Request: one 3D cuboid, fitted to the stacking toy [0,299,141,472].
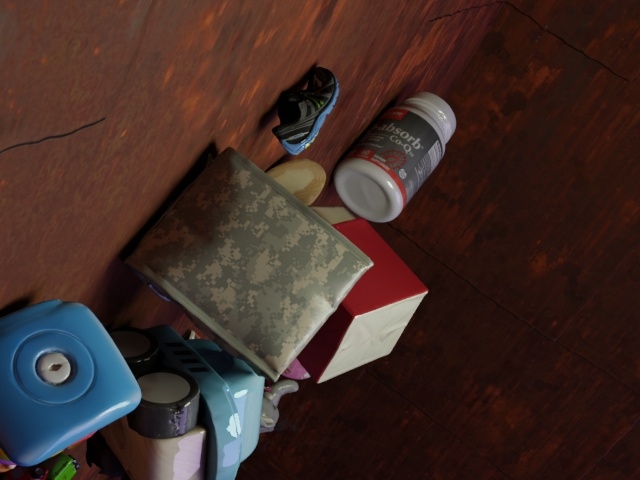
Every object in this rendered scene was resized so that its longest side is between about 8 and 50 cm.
[{"bbox_3d":[-0.366,0.218,1.006,0.175,0.165,0.302,-26,164,-43],"label":"stacking toy"}]

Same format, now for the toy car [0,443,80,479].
[{"bbox_3d":[-0.455,0.374,1.377,0.239,0.053,0.225,-50,171,-30],"label":"toy car"}]

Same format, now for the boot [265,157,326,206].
[{"bbox_3d":[-0.119,-0.026,1.605,0.295,0.104,0.211,-44,173,-34],"label":"boot"}]

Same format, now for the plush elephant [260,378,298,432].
[{"bbox_3d":[-0.190,0.417,2.273,0.330,0.255,0.272,-49,-178,-14],"label":"plush elephant"}]

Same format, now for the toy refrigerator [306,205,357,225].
[{"bbox_3d":[0.000,0.000,1.594,0.102,0.094,0.269,-51,164,15],"label":"toy refrigerator"}]

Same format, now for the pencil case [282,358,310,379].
[{"bbox_3d":[0.002,0.151,1.900,0.167,0.160,0.386,-99,-149,-50],"label":"pencil case"}]

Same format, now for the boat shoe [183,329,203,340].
[{"bbox_3d":[-0.312,0.258,1.783,0.137,0.049,0.043,-51,129,-12],"label":"boat shoe"}]

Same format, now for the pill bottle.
[{"bbox_3d":[0.211,-0.237,2.218,0.363,0.210,0.210,-51,171,-32],"label":"pill bottle"}]

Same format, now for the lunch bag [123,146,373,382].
[{"bbox_3d":[-0.114,0.032,1.207,0.235,0.287,0.169,-50,-172,-13],"label":"lunch bag"}]

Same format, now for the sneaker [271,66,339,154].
[{"bbox_3d":[-0.026,-0.230,1.362,0.067,0.078,0.188,-21,-143,48],"label":"sneaker"}]

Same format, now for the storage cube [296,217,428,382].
[{"bbox_3d":[0.038,0.100,1.429,0.215,0.193,0.183,-14,142,-40],"label":"storage cube"}]

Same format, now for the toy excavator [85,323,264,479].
[{"bbox_3d":[-0.179,0.236,1.387,0.445,0.433,0.222,-7,115,-34],"label":"toy excavator"}]
